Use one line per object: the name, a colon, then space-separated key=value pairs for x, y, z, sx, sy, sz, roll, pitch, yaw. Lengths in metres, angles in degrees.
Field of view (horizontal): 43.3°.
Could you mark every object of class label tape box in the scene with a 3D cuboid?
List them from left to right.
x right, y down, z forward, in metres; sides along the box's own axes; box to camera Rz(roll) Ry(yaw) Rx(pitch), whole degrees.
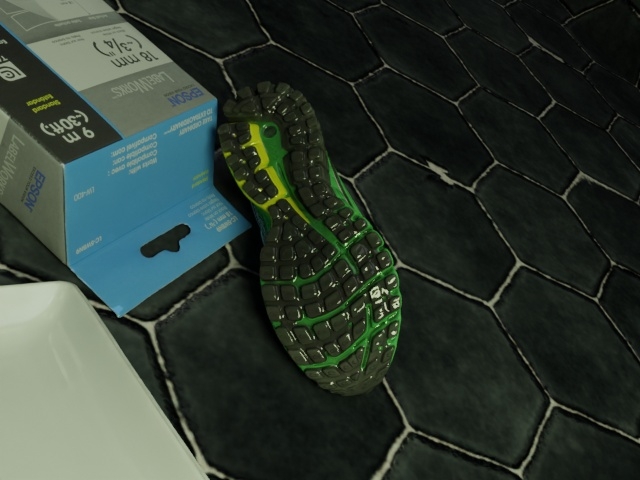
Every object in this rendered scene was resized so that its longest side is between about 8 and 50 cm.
label tape box: x=-0.230 y=-0.115 z=0.823 sx=0.334 sy=0.106 sz=0.241 roll=42 pitch=37 yaw=6

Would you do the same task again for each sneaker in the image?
sneaker: x=0.000 y=0.000 z=0.867 sx=0.146 sy=0.134 sz=0.343 roll=58 pitch=14 yaw=-70

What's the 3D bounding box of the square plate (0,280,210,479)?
square plate: x=-0.258 y=0.141 z=0.476 sx=0.347 sy=0.049 sz=0.344 roll=-5 pitch=32 yaw=-37
